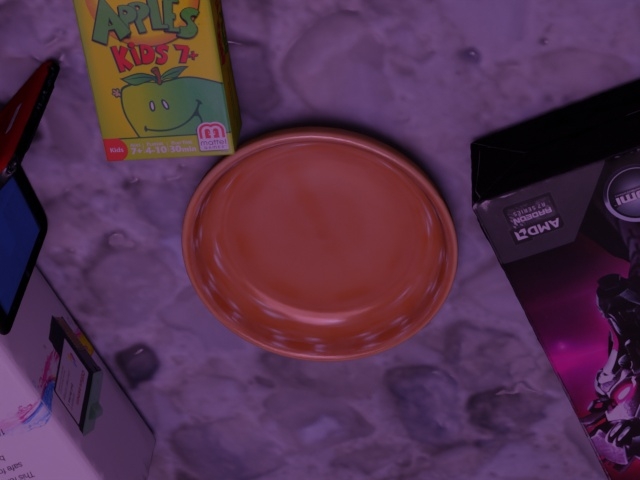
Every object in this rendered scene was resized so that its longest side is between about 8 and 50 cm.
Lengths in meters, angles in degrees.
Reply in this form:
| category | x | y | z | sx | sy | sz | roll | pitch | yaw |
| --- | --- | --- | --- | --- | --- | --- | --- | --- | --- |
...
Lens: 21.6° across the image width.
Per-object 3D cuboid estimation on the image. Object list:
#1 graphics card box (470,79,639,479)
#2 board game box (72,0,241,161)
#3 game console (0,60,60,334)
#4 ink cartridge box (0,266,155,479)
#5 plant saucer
| category | x | y | z | sx | sy | sz | roll | pitch | yaw |
| --- | --- | --- | --- | --- | --- | --- | --- | --- | --- |
| graphics card box | 0.280 | 0.055 | 1.194 | 0.233 | 0.094 | 0.371 | -19 | 120 | 17 |
| board game box | -0.112 | -0.142 | 1.126 | 0.092 | 0.043 | 0.181 | -3 | 124 | 8 |
| game console | -0.200 | -0.031 | 1.150 | 0.085 | 0.144 | 0.124 | 36 | 120 | -19 |
| ink cartridge box | -0.282 | 0.122 | 1.279 | 0.201 | 0.117 | 0.278 | -20 | 120 | 18 |
| plant saucer | 0.000 | 0.000 | 1.217 | 0.200 | 0.037 | 0.200 | 3 | 124 | 4 |
